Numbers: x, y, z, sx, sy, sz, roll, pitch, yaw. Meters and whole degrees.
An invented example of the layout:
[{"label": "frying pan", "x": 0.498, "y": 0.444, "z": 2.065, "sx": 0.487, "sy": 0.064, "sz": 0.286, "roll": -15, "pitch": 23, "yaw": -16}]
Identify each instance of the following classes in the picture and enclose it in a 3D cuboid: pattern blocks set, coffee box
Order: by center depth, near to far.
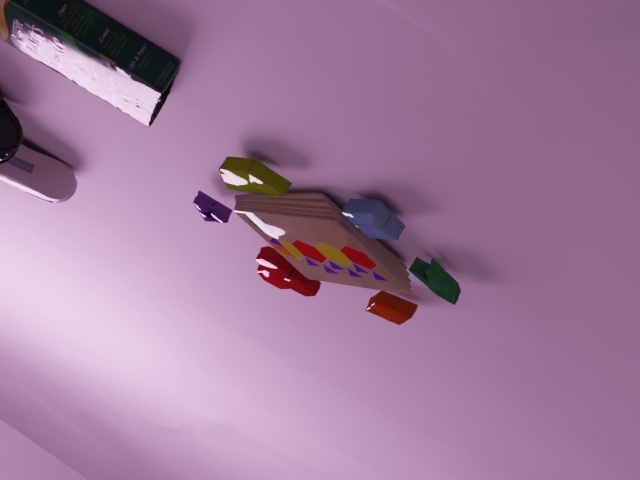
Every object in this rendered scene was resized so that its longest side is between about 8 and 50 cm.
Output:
[{"label": "coffee box", "x": -0.226, "y": -0.184, "z": 1.641, "sx": 0.184, "sy": 0.040, "sz": 0.113, "roll": 31, "pitch": 162, "yaw": -4}, {"label": "pattern blocks set", "x": 0.000, "y": 0.000, "z": 1.800, "sx": 0.325, "sy": 0.026, "sz": 0.285, "roll": 13, "pitch": 155, "yaw": 42}]

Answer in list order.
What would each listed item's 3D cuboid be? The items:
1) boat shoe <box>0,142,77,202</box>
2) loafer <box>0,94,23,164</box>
[{"label": "boat shoe", "x": -0.379, "y": -0.100, "z": 2.076, "sx": 0.184, "sy": 0.066, "sz": 0.063, "roll": 23, "pitch": 162, "yaw": -9}, {"label": "loafer", "x": -0.438, "y": -0.179, "z": 1.903, "sx": 0.267, "sy": 0.096, "sz": 0.084, "roll": 38, "pitch": 154, "yaw": -17}]
